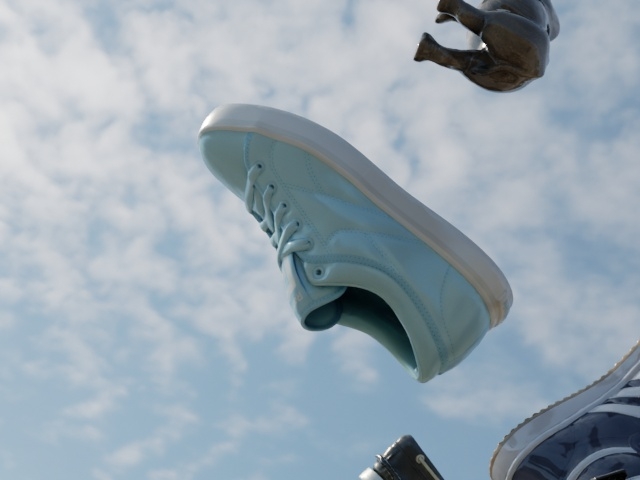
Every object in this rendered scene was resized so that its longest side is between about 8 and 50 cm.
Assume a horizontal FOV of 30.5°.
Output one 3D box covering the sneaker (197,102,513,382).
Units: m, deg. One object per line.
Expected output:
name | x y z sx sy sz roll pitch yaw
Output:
sneaker | 0.000 0.000 1.133 0.366 0.150 0.135 33 -31 20

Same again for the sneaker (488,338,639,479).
sneaker | 0.297 0.167 0.989 0.153 0.282 0.099 41 -23 51

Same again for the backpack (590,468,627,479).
backpack | 0.193 0.218 0.573 0.225 0.191 0.253 -4 -7 -27

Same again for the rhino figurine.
rhino figurine | 0.160 -0.199 1.030 0.106 0.243 0.073 25 -56 3

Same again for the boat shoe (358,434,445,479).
boat shoe | 0.180 0.377 1.544 0.302 0.091 0.114 47 -7 -24
